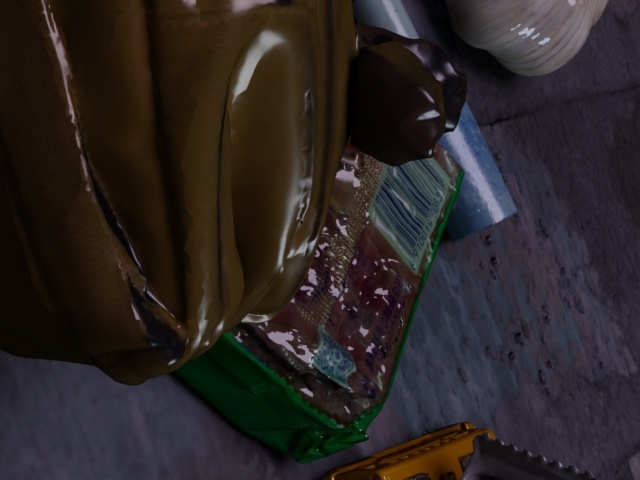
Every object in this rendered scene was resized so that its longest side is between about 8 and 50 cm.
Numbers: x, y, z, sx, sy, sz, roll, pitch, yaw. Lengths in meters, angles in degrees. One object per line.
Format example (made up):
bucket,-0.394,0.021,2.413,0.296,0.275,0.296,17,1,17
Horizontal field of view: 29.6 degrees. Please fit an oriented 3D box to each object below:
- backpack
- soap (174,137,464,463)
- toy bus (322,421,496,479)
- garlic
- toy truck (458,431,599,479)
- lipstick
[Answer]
backpack,-0.125,-0.121,0.540,0.201,0.353,0.378,-38,142,-48
soap,0.002,-0.001,0.834,0.218,0.098,0.273,44,48,-24
toy bus,0.080,0.173,0.857,0.162,0.074,0.069,-10,79,-46
garlic,0.212,-0.263,1.067,0.199,0.226,0.199,13,70,-40
toy truck,0.133,0.274,0.784,0.111,0.136,0.286,-24,114,-36
lipstick,0.075,-0.133,0.992,0.068,0.061,0.274,-25,88,-49
